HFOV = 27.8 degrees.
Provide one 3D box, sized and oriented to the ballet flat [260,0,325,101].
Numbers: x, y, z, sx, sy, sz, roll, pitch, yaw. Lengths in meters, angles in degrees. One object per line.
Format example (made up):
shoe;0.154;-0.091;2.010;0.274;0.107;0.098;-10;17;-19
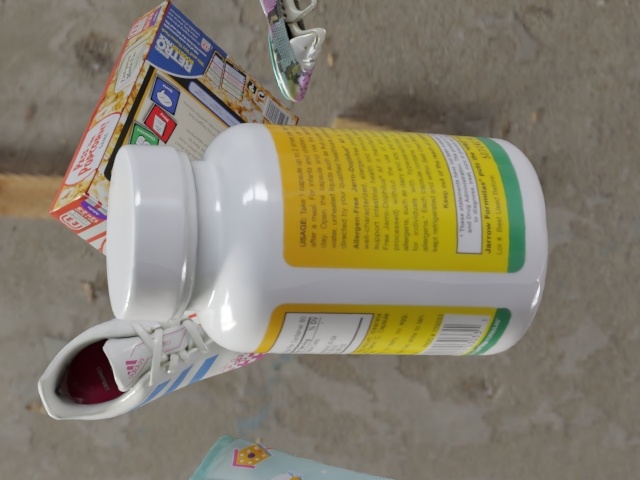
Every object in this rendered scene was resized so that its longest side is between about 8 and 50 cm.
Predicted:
ballet flat;-0.038;-0.299;1.748;0.079;0.077;0.222;-11;101;25

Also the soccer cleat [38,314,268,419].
soccer cleat;-0.146;0.105;1.363;0.331;0.143;0.116;-29;88;10

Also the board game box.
board game box;-0.099;-0.058;0.946;0.045;0.193;0.147;-23;128;40

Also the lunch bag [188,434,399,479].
lunch bag;-0.012;0.321;1.076;0.223;0.160;0.262;12;119;22

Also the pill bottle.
pill bottle;0.000;0.000;0.666;0.208;0.118;0.118;2;132;-17
